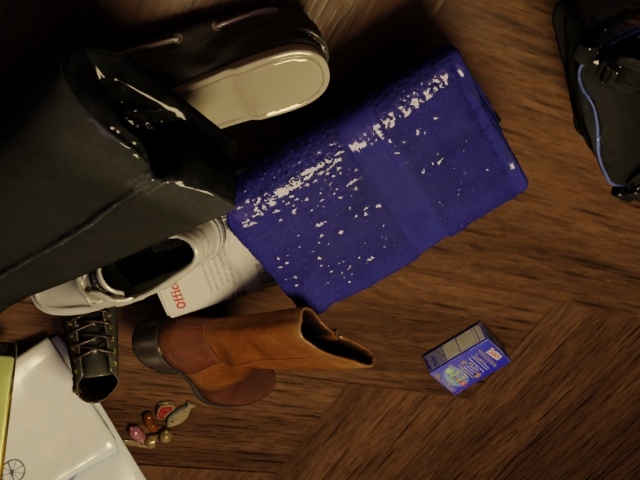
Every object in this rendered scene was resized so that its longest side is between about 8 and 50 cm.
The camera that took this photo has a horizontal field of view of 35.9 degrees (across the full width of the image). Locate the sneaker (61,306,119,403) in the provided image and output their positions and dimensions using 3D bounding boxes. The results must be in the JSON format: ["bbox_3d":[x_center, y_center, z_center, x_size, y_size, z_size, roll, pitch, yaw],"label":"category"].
[{"bbox_3d":[-0.275,0.093,1.199,0.083,0.118,0.222,-9,137,-12],"label":"sneaker"}]

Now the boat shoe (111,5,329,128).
[{"bbox_3d":[-0.156,-0.159,1.019,0.335,0.095,0.112,-14,140,1],"label":"boat shoe"}]

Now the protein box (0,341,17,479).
[{"bbox_3d":[-0.468,0.215,1.150,0.201,0.136,0.199,7,89,-15],"label":"protein box"}]

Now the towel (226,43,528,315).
[{"bbox_3d":[0.059,-0.064,1.102,0.308,0.076,0.227,-32,129,6],"label":"towel"}]

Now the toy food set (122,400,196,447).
[{"bbox_3d":[-0.246,0.279,1.478,0.078,0.019,0.122,18,126,-34],"label":"toy food set"}]

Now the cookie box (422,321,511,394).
[{"bbox_3d":[0.230,0.186,1.548,0.107,0.040,0.092,-33,136,14],"label":"cookie box"}]

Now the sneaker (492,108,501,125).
[{"bbox_3d":[0.147,-0.093,1.219,0.191,0.071,0.083,-39,154,20],"label":"sneaker"}]

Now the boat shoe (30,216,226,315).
[{"bbox_3d":[-0.228,0.027,1.077,0.258,0.084,0.095,-24,102,23],"label":"boat shoe"}]

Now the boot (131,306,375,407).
[{"bbox_3d":[-0.055,0.144,1.266,0.281,0.096,0.264,-9,146,32],"label":"boot"}]

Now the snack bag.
[{"bbox_3d":[-0.390,0.345,1.264,0.323,0.037,0.342,-32,98,-16],"label":"snack bag"}]

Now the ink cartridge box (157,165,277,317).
[{"bbox_3d":[-0.114,-0.002,1.188,0.191,0.082,0.139,-16,136,-3],"label":"ink cartridge box"}]

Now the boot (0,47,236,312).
[{"bbox_3d":[-0.349,-0.040,0.916,0.445,0.146,0.367,-21,155,34],"label":"boot"}]

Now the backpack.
[{"bbox_3d":[0.397,-0.211,1.076,0.264,0.213,0.276,-19,145,11],"label":"backpack"}]
